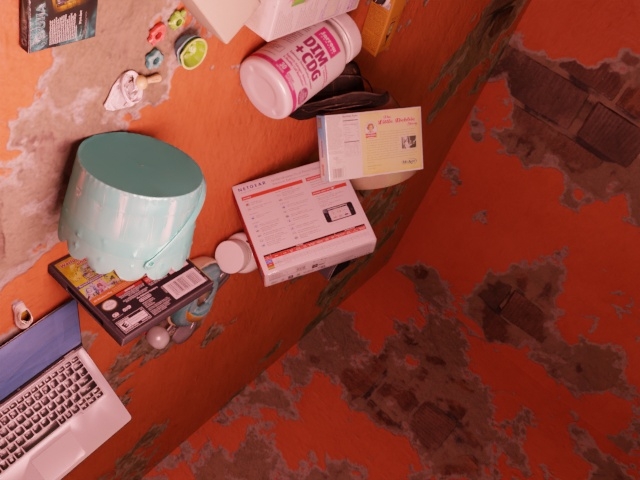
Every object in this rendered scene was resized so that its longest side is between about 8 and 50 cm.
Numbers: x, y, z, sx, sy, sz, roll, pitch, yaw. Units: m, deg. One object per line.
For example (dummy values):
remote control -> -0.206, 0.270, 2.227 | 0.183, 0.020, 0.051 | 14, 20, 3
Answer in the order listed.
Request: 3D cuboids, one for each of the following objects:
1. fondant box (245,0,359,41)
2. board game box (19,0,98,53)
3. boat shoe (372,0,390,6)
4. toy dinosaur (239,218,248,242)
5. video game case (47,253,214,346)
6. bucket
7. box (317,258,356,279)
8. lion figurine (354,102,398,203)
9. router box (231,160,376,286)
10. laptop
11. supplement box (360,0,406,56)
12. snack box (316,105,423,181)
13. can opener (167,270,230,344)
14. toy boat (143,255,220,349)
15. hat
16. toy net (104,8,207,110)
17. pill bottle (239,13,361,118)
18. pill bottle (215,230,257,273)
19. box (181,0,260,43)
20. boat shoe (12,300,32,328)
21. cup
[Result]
fondant box -> -0.011, -0.589, 1.435 | 0.330, 0.096, 0.238 | -37, 159, -42
board game box -> -0.388, -0.378, 1.000 | 0.126, 0.026, 0.186 | -35, 158, -43
boat shoe -> 0.152, -0.706, 1.638 | 0.303, 0.091, 0.114 | 102, -12, -56
toy dinosaur -> -0.164, -0.079, 2.130 | 0.200, 0.127, 0.296 | -40, 180, 1
video game case -> -0.424, 0.084, 1.523 | 0.275, 0.248, 0.035 | -34, 159, -45
bucket -> -0.366, -0.076, 1.316 | 0.281, 0.281, 0.183 | -29, 148, -53
box -> 0.000, 0.000, 2.469 | 0.184, 0.261, 0.103 | -30, 154, -50
lion figurine -> 0.172, -0.326, 2.506 | 0.240, 0.142, 0.392 | -19, 132, -48
router box -> -0.050, -0.061, 1.919 | 0.335, 0.301, 0.082 | -17, 155, -11
laptop -> -0.673, 0.413, 1.617 | 0.382, 0.408, 0.236 | -39, -162, -34
supplement box -> 0.180, -0.639, 1.879 | 0.078, 0.080, 0.233 | -38, 158, -36
snack box -> 0.148, -0.282, 1.932 | 0.321, 0.060, 0.187 | -10, 104, -25
can opener -> -0.390, 0.214, 2.188 | 0.283, 0.095, 0.076 | -48, 165, -9
toy boat -> -0.417, 0.200, 1.985 | 0.318, 0.148, 0.268 | -35, 158, -45
hat -> 0.032, -0.421, 1.823 | 0.331, 0.134, 0.331 | -10, -176, 1
toy net -> -0.317, -0.328, 1.271 | 0.232, 0.045, 0.122 | -47, 164, -13
pill bottle -> -0.041, -0.428, 1.593 | 0.283, 0.160, 0.160 | -44, 163, -26
pill bottle -> -0.233, 0.035, 2.133 | 0.131, 0.131, 0.229 | -57, 166, 20
box -> -0.207, -0.468, 1.171 | 0.113, 0.094, 0.275 | -50, 164, -2
boat shoe -> -0.654, 0.172, 1.480 | 0.035, 0.035, 0.100 | -39, 160, -37
cup -> 0.144, -0.340, 2.107 | 0.331, 0.331, 0.237 | -38, 133, -37
